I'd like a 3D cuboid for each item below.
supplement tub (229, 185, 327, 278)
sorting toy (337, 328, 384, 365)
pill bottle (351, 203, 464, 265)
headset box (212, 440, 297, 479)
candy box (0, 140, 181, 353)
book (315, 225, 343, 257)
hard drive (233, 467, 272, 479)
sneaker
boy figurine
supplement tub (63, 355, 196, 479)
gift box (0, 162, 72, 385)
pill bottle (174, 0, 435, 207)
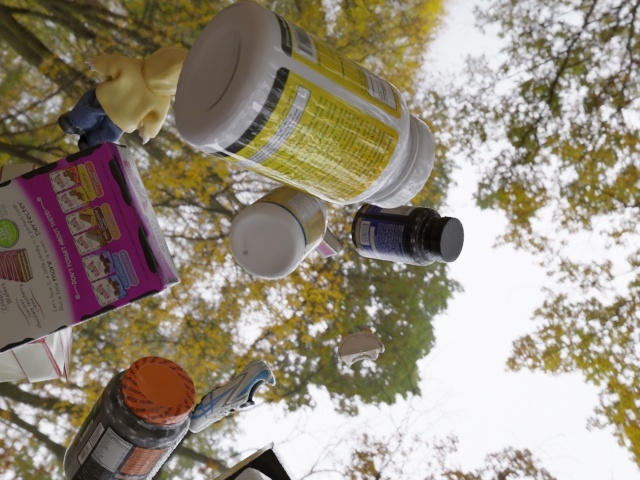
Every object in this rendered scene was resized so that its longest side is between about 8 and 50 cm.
[{"bbox_3d":[-0.073,-0.023,1.287,0.144,0.144,0.199,-21,-170,23],"label":"supplement tub"},{"bbox_3d":[0.071,0.201,1.218,0.083,0.075,0.044,-12,-131,0],"label":"sorting toy"},{"bbox_3d":[0.181,-0.013,1.409,0.219,0.123,0.122,9,-120,42],"label":"pill bottle"},{"bbox_3d":[-0.155,0.492,1.218,0.246,0.283,0.131,-32,-100,-10],"label":"headset box"},{"bbox_3d":[-0.283,0.015,0.691,0.234,0.159,0.071,-20,-179,4],"label":"candy box"},{"bbox_3d":[0.000,0.000,1.730,0.035,0.096,0.144,-42,-173,-16],"label":"book"},{"bbox_3d":[0.027,0.404,0.724,0.040,0.210,0.319,-43,-144,-2],"label":"hard drive"},{"bbox_3d":[-0.213,0.380,1.604,0.237,0.085,0.086,-38,-113,-7],"label":"sneaker"},{"bbox_3d":[-0.350,-0.268,1.230,0.285,0.177,0.092,-31,-160,22],"label":"boy figurine"},{"bbox_3d":[-0.428,0.430,1.532,0.338,0.207,0.207,-53,-148,27],"label":"supplement tub"},{"bbox_3d":[-0.474,0.075,0.943,0.258,0.255,0.276,-8,-129,-7],"label":"gift box"},{"bbox_3d":[-0.006,-0.157,0.894,0.188,0.334,0.187,-23,-122,42],"label":"pill bottle"}]
